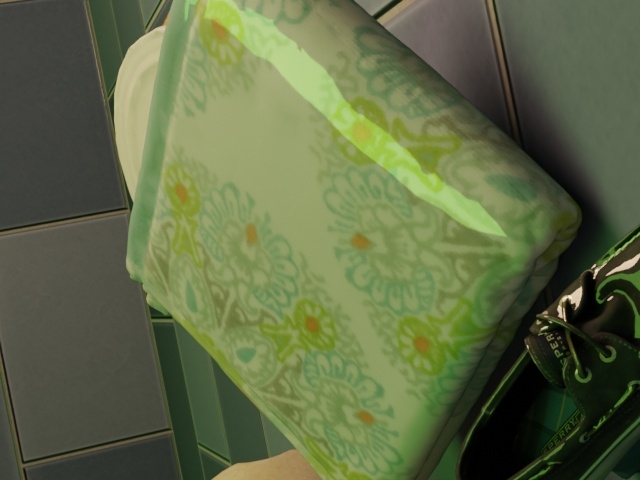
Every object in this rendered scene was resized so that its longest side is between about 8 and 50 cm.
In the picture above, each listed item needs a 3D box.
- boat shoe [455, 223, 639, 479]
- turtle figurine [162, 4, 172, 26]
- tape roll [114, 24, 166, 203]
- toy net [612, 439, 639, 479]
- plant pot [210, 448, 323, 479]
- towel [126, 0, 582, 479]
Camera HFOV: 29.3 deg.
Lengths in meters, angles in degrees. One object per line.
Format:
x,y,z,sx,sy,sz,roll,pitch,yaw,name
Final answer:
0.135,0.061,0.627,0.228,0.076,0.080,-61,39,40,boat shoe
-0.119,-0.148,1.441,0.217,0.087,0.269,35,126,57,turtle figurine
-0.062,-0.067,1.083,0.286,0.100,0.286,31,135,38,tape roll
0.163,0.173,0.761,0.232,0.045,0.122,99,153,-54,toy net
-0.012,0.359,1.068,0.305,0.334,0.333,-105,12,-59,plant pot
0.000,0.000,0.890,0.320,0.090,0.374,43,141,20,towel
